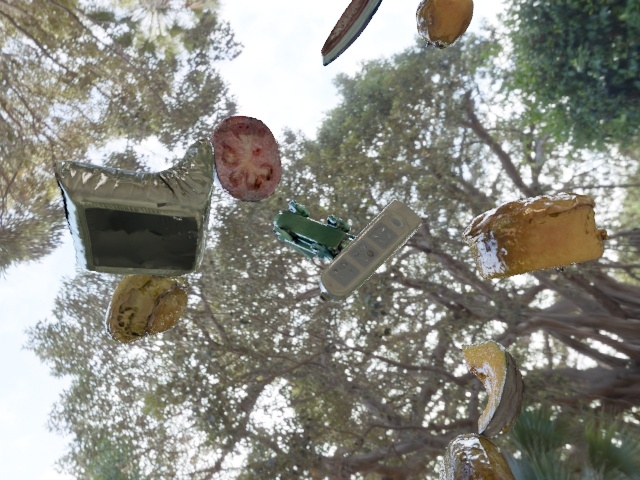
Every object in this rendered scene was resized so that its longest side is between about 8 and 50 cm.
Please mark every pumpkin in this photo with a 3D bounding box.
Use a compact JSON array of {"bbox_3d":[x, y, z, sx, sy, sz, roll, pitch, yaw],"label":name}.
[{"bbox_3d":[0.417,0.309,0.926,0.130,0.149,0.254,25,-150,-5],"label":"pumpkin"}]

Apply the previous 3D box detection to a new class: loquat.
[{"bbox_3d":[0.282,-0.511,0.945,0.137,0.113,0.137,0,-80,-2],"label":"loquat"}]

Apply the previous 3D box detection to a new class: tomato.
[{"bbox_3d":[-0.200,-0.201,1.047,0.224,0.085,0.225,1,-92,-50],"label":"tomato"}]

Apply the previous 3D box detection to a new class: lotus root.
[{"bbox_3d":[0.260,0.425,0.660,0.128,0.260,0.145,2,-76,4],"label":"lotus root"}]

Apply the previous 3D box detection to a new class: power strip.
[{"bbox_3d":[0.099,0.021,0.845,0.286,0.080,0.048,-42,-21,-21],"label":"power strip"}]

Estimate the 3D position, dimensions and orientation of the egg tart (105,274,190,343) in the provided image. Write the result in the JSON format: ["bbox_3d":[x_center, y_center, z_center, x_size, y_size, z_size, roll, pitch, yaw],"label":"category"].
[{"bbox_3d":[-0.387,0.145,0.970,0.241,0.105,0.241,-55,-19,-31],"label":"egg tart"}]

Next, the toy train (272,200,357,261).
[{"bbox_3d":[0.000,0.000,1.174,0.120,0.298,0.194,-57,-42,-11],"label":"toy train"}]

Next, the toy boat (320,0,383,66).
[{"bbox_3d":[0.070,-0.527,1.003,0.229,0.080,0.046,-49,-18,15],"label":"toy boat"}]

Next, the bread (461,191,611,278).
[{"bbox_3d":[0.349,0.001,0.720,0.139,0.229,0.143,-10,-100,-30],"label":"bread"}]

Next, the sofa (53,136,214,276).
[{"bbox_3d":[-0.301,-0.062,0.710,0.225,0.210,0.176,3,-132,-16],"label":"sofa"}]
